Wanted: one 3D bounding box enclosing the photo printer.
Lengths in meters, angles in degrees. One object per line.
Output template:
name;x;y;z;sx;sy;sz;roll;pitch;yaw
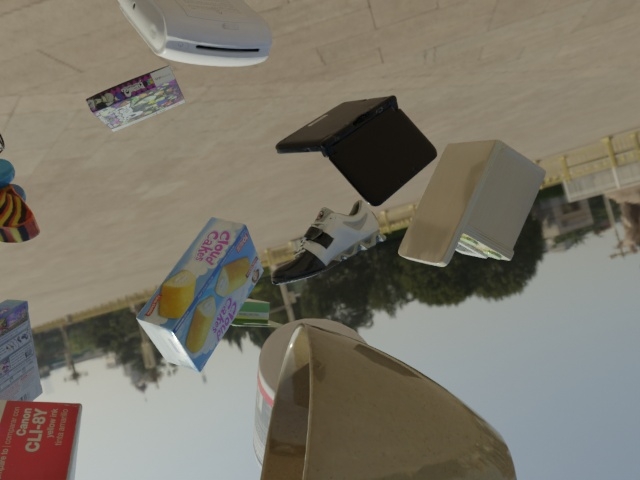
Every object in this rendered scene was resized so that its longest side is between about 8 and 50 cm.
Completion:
photo printer;-0.262;-0.465;1.318;0.256;0.307;0.107;-8;133;-35

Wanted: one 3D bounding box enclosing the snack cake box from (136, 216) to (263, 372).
snack cake box;-0.224;0.102;1.222;0.089;0.152;0.264;12;-127;25

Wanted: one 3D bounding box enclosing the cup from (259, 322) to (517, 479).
cup;0.067;0.269;0.677;0.237;0.330;0.331;9;175;-8

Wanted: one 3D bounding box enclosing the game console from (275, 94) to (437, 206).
game console;0.037;-0.090;0.624;0.107;0.071;0.122;4;-148;42

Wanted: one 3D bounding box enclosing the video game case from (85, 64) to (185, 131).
video game case;-0.451;-0.349;1.558;0.210;0.041;0.232;-25;-179;-7

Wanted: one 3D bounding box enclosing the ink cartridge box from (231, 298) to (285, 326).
ink cartridge box;-0.201;0.178;1.583;0.171;0.056;0.235;8;175;-36

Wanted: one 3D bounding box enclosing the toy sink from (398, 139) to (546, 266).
toy sink;0.269;-0.045;1.114;0.131;0.234;0.153;27;174;-22

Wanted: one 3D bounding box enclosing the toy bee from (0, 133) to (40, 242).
toy bee;-0.681;-0.091;1.252;0.162;0.195;0.298;-24;-143;-21

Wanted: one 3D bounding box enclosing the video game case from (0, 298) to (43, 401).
video game case;-0.726;0.289;1.351;0.061;0.244;0.269;4;-162;13

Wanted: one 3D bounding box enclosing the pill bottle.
pill bottle;-0.019;0.293;1.013;0.177;0.176;0.318;-14;134;-25

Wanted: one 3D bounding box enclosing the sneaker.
sneaker;0.000;0.000;1.577;0.331;0.146;0.122;-27;-173;-27

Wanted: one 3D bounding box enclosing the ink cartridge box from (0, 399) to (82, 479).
ink cartridge box;-0.514;0.337;0.772;0.385;0.279;0.160;7;-146;-17
